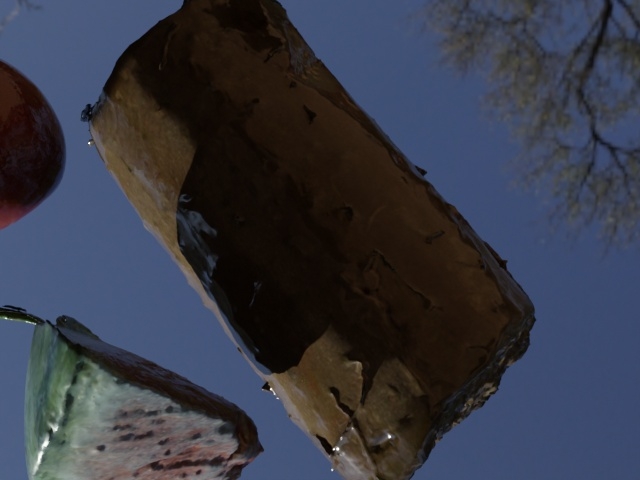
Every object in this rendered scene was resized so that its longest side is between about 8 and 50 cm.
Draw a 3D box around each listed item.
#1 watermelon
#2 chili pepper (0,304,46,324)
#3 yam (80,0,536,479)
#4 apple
[{"bbox_3d":[-0.079,0.069,0.455,0.094,0.180,0.081,0,-97,11],"label":"watermelon"},{"bbox_3d":[-0.328,0.062,0.773,0.279,0.065,0.122,-16,-124,-14],"label":"chili pepper"},{"bbox_3d":[-0.002,0.001,0.551,0.128,0.129,0.238,-41,-105,5],"label":"yam"},{"bbox_3d":[-0.403,-0.103,1.262,0.218,0.201,0.218,-18,-161,6],"label":"apple"}]
